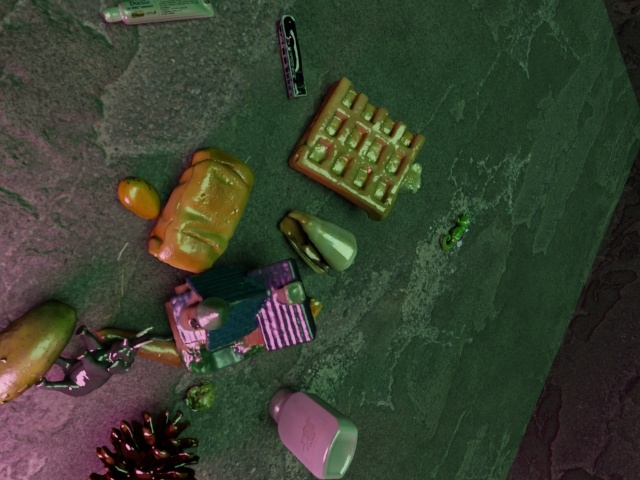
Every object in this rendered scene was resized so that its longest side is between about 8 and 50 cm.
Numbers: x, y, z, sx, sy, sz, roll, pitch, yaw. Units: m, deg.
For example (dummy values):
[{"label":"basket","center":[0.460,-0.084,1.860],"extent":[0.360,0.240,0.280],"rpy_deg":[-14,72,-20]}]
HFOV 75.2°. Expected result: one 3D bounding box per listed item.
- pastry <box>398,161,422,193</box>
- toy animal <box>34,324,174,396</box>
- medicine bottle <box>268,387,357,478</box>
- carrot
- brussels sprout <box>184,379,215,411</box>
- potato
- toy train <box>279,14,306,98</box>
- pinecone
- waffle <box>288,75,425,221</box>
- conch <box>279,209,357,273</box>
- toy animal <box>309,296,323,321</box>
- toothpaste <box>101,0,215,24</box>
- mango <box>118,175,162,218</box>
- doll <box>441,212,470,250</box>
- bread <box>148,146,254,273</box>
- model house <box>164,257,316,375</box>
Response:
[{"label":"pastry","center":[0.228,-0.219,1.371],"extent":[0.259,0.089,0.121],"rpy_deg":[0,102,-37]},{"label":"toy animal","center":[-0.472,0.247,0.897],"extent":[0.270,0.082,0.137],"rpy_deg":[-30,136,-1]},{"label":"medicine bottle","center":[-0.032,0.528,1.180],"extent":[0.111,0.296,0.161],"rpy_deg":[25,81,-37]},{"label":"carrot","center":[-0.413,0.255,1.008],"extent":[0.298,0.078,0.078],"rpy_deg":[23,84,-30]},{"label":"brussels sprout","center":[-0.318,0.419,1.106],"extent":[0.085,0.058,0.085],"rpy_deg":[0,91,-20]},{"label":"potato","center":[-0.585,0.222,0.820],"extent":[0.251,0.149,0.113],"rpy_deg":[-45,127,-22]},{"label":"toy train","center":[-0.077,-0.497,1.130],"extent":[0.043,0.047,0.207],"rpy_deg":[-18,107,-33]},{"label":"pinecone","center":[-0.399,0.513,0.950],"extent":[0.264,0.264,0.264],"rpy_deg":[-7,101,-35]},{"label":"waffle","center":[0.117,-0.259,1.229],"extent":[0.348,0.077,0.304],"rpy_deg":[30,81,-14]},{"label":"conch","center":[0.001,-0.002,1.245],"extent":[0.255,0.127,0.158],"rpy_deg":[43,102,-10]},{"label":"toy animal","center":[-0.029,0.221,1.280],"extent":[0.083,0.061,0.081],"rpy_deg":[-58,164,-15]},{"label":"toothpaste","center":[-0.357,-0.519,0.932],"extent":[0.255,0.037,0.067],"rpy_deg":[-30,109,-32]},{"label":"mango","center":[-0.410,-0.096,0.952],"extent":[0.079,0.057,0.114],"rpy_deg":[-54,130,-29]},{"label":"doll","center":[0.544,-0.035,1.656],"extent":[0.190,0.050,0.115],"rpy_deg":[-52,126,-15]},{"label":"bread","center":[-0.286,-0.072,1.001],"extent":[0.167,0.132,0.294],"rpy_deg":[32,77,-42]},{"label":"model house","center":[-0.169,0.173,0.989],"extent":[0.312,0.280,0.245],"rpy_deg":[-12,87,-40]}]
